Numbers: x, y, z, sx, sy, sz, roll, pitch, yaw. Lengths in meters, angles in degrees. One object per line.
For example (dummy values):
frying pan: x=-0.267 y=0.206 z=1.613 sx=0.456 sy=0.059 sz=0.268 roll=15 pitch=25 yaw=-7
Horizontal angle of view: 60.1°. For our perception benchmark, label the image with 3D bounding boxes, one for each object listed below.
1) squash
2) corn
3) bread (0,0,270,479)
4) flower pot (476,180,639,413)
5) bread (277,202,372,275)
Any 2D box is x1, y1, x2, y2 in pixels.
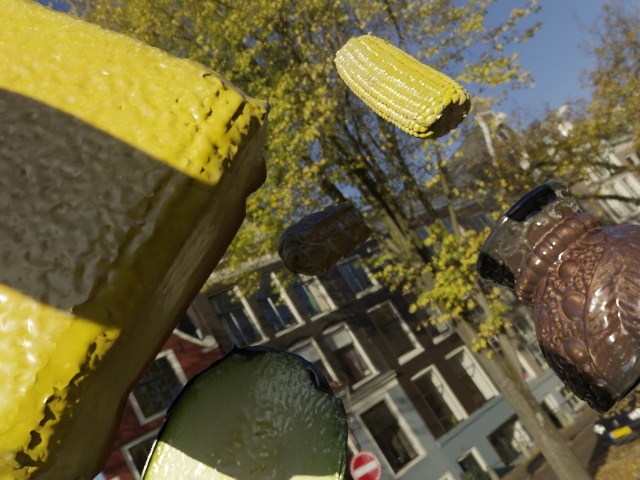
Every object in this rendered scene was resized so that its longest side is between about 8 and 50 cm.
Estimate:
squash: x=-0.062 y=0.209 z=0.575 sx=0.085 sy=0.191 sz=0.184 roll=87 pitch=-154 yaw=-68
corn: x=0.087 y=-0.174 z=0.617 sx=0.085 sy=0.165 sz=0.063 roll=-38 pitch=-33 yaw=-4
bread: x=-0.246 y=-0.019 z=0.428 sx=0.143 sy=0.323 sz=0.333 roll=95 pitch=-159 yaw=-65
flower pot: x=0.388 y=0.062 z=0.800 sx=0.266 sy=0.267 sz=0.267 roll=-30 pitch=-34 yaw=-23
bread: x=0.000 y=0.000 z=0.601 sx=0.110 sy=0.066 sz=0.060 roll=-33 pitch=-27 yaw=-43
